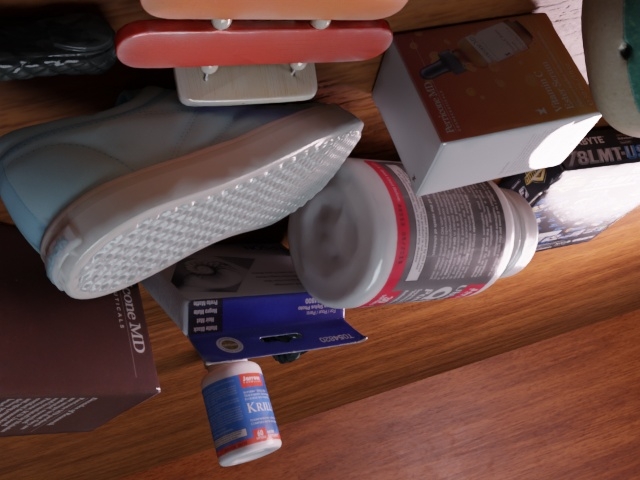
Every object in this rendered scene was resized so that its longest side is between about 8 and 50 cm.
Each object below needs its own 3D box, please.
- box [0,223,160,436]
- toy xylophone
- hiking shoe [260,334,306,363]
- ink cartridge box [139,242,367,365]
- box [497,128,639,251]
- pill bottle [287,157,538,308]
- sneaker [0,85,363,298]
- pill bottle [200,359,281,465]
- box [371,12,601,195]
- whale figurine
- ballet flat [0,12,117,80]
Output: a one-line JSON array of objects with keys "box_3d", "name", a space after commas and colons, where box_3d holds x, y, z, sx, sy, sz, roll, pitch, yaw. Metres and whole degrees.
[{"box_3d": [-0.358, 0.089, 0.618, 0.143, 0.191, 0.381, -30, 155, 23], "name": "box"}, {"box_3d": [-0.041, -0.186, 0.359, 0.236, 0.081, 0.323, -11, 166, -16], "name": "toy xylophone"}, {"box_3d": [-0.039, 0.100, 0.951, 0.132, 0.113, 0.304, -26, -175, -11], "name": "hiking shoe"}, {"box_3d": [-0.086, 0.063, 0.767, 0.223, 0.224, 0.045, -1, 113, -37], "name": "ink cartridge box"}, {"box_3d": [0.411, -0.071, 1.021, 0.295, 0.073, 0.293, -10, 154, -21], "name": "box"}, {"box_3d": [0.133, -0.010, 0.802, 0.318, 0.176, 0.176, -1, 150, -37], "name": "pill bottle"}, {"box_3d": [-0.098, -0.087, 0.543, 0.366, 0.150, 0.135, -27, 162, -52], "name": "sneaker"}, {"box_3d": [-0.163, 0.311, 1.216, 0.124, 0.221, 0.124, -17, 157, -7], "name": "pill bottle"}, {"box_3d": [0.157, -0.134, 0.609, 0.170, 0.130, 0.091, -14, 157, -15], "name": "box"}, {"box_3d": [0.342, -0.194, 0.540, 0.272, 0.216, 0.141, -26, -160, -35], "name": "whale figurine"}, {"box_3d": [-0.225, -0.124, 0.423, 0.173, 0.057, 0.049, -8, 159, -24], "name": "ballet flat"}]
